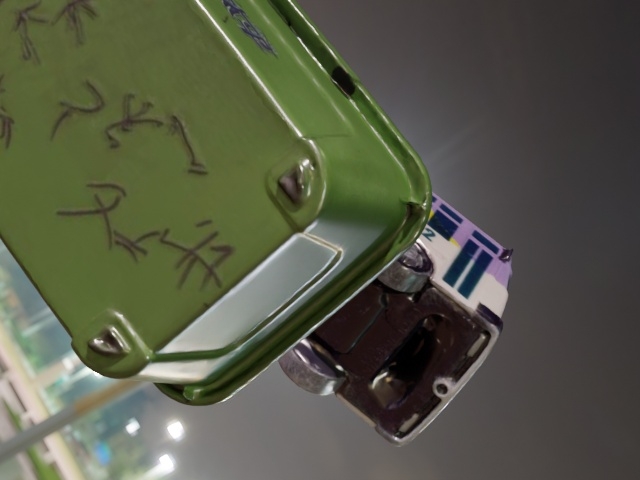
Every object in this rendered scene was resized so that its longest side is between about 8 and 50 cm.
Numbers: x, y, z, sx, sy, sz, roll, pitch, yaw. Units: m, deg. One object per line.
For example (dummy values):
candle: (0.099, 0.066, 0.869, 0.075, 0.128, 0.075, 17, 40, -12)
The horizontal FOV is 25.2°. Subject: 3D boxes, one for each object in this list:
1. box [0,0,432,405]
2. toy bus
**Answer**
box: (-0.119, -0.072, 0.963, 0.329, 0.253, 0.178, 52, 15, 15)
toy bus: (0.000, 0.000, 1.630, 0.440, 0.209, 0.249, 38, 27, 2)
